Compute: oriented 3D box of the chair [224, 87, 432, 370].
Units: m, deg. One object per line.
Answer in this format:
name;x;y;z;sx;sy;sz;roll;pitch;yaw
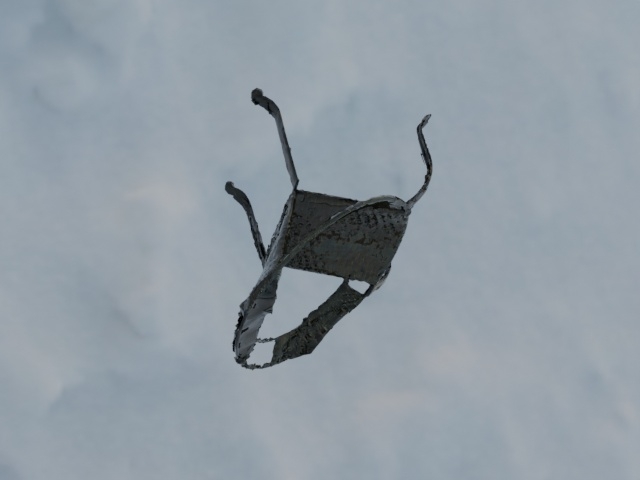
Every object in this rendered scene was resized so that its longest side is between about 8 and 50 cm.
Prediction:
chair;0.000;0.000;1.320;0.149;0.174;0.213;12;46;-9
